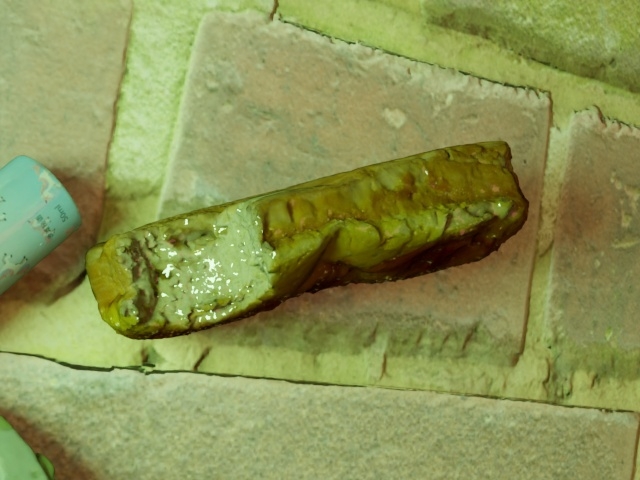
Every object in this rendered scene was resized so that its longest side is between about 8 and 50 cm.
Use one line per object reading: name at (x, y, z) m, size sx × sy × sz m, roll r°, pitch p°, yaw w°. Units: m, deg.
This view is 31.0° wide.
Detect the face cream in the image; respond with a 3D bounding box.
face cream at (-0.283, 0.034, 0.848) m, size 0.229 × 0.075 × 0.075 m, roll -45°, pitch 114°, yaw -24°

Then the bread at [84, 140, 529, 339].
bread at (0.000, 0.000, 0.975) m, size 0.381 × 0.185 × 0.109 m, roll -14°, pitch 92°, yaw -33°

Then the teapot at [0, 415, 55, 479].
teapot at (-0.249, 0.277, 0.813) m, size 0.239 × 0.322 × 0.239 m, roll -36°, pitch 148°, yaw -50°
